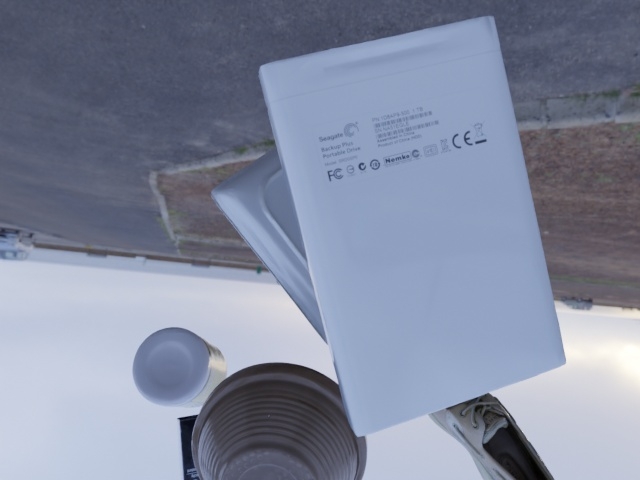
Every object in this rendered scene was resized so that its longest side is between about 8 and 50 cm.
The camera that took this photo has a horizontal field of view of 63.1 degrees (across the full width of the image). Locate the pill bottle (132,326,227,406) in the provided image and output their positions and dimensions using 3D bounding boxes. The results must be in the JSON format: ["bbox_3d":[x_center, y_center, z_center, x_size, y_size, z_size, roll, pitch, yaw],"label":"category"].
[{"bbox_3d":[-0.353,0.347,1.387,0.187,0.188,0.334,5,162,4],"label":"pill bottle"}]

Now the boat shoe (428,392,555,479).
[{"bbox_3d":[0.261,0.291,0.839,0.109,0.302,0.098,-27,161,-25],"label":"boat shoe"}]

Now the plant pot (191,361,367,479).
[{"bbox_3d":[-0.058,0.288,0.666,0.237,0.238,0.110,5,-166,3],"label":"plant pot"}]

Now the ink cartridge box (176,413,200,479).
[{"bbox_3d":[-0.178,0.450,1.057,0.206,0.209,0.045,-4,174,-20],"label":"ink cartridge box"}]

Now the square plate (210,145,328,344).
[{"bbox_3d":[0.023,-0.044,0.979,0.347,0.344,0.049,-44,-168,-37],"label":"square plate"}]

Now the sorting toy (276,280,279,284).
[{"bbox_3d":[0.000,0.000,1.580,0.307,0.041,0.229,-44,179,31],"label":"sorting toy"}]

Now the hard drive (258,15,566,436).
[{"bbox_3d":[0.097,-0.015,0.511,0.232,0.354,0.047,-15,-175,-10],"label":"hard drive"}]
